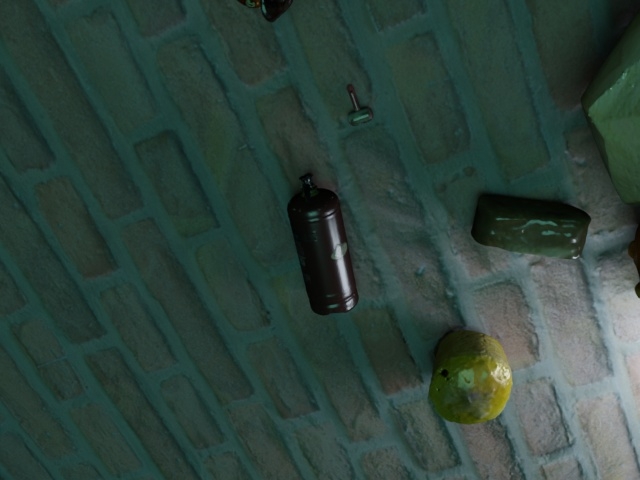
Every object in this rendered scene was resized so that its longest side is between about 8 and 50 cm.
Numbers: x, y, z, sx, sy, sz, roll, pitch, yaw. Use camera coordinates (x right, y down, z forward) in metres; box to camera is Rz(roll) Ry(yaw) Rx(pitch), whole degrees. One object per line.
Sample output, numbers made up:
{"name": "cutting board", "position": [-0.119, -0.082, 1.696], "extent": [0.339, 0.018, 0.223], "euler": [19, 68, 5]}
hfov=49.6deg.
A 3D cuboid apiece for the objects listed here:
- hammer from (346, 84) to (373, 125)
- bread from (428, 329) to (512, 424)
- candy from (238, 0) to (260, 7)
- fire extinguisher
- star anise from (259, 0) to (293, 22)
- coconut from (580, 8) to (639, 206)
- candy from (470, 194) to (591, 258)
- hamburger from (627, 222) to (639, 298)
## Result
{"name": "hammer", "position": [0.072, -0.276, 1.403], "extent": [0.052, 0.031, 0.083], "euler": [-18, 104, 11]}
{"name": "bread", "position": [0.344, 0.314, 1.603], "extent": [0.197, 0.170, 0.197], "euler": [3, 120, 4]}
{"name": "candy", "position": [-0.100, -0.566, 1.248], "extent": [0.084, 0.078, 0.288], "euler": [16, 111, 3]}
{"name": "fire extinguisher", "position": [0.000, 0.000, 1.492], "extent": [0.114, 0.135, 0.337], "euler": [-11, 115, 5]}
{"name": "star anise", "position": [-0.052, -0.510, 1.191], "extent": [0.283, 0.129, 0.212], "euler": [-45, 130, -19]}
{"name": "coconut", "position": [0.655, -0.220, 1.177], "extent": [0.344, 0.415, 0.415], "euler": [-5, 127, -40]}
{"name": "candy", "position": [0.440, -0.028, 1.455], "extent": [0.234, 0.102, 0.104], "euler": [5, 118, 0]}
{"name": "hamburger", "position": [0.758, 0.100, 1.324], "extent": [0.277, 0.396, 0.396], "euler": [-18, 115, 26]}
